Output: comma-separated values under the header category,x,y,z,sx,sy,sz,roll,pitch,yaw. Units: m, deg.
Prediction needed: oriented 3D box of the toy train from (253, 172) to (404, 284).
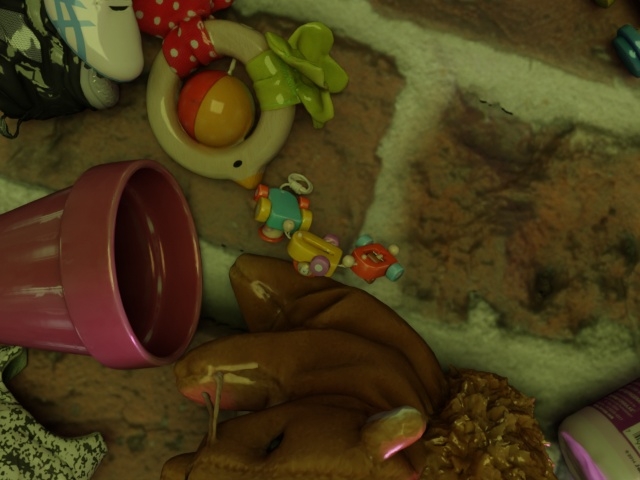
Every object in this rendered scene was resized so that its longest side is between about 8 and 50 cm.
category,x,y,z,sx,sy,sz,roll,pitch,yaw
toy train,0.000,0.000,0.776,0.166,0.125,0.046,42,122,22

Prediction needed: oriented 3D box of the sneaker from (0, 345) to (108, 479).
category,x,y,z,sx,sy,sz,roll,pitch,yaw
sneaker,-0.394,0.161,0.769,0.410,0.158,0.182,39,57,0

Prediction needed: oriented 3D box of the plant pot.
category,x,y,z,sx,sy,sz,roll,pitch,yaw
plant pot,-0.236,0.031,0.734,0.180,0.201,0.201,-8,90,13

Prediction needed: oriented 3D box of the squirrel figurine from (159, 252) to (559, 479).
category,x,y,z,sx,sy,sz,roll,pitch,yaw
squirrel figurine,0.056,0.190,0.649,0.396,0.370,0.281,16,89,-3

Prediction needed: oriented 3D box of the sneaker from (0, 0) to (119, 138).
category,x,y,z,sx,sy,sz,roll,pitch,yaw
sneaker,-0.324,-0.239,0.764,0.153,0.101,0.269,-24,92,-4

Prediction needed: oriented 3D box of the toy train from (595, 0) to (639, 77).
category,x,y,z,sx,sy,sz,roll,pitch,yaw
toy train,0.347,-0.312,0.808,0.143,0.105,0.248,-32,92,11

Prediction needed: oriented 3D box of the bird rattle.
category,x,y,z,sx,sy,sz,roll,pitch,yaw
bird rattle,-0.105,-0.167,0.769,0.253,0.143,0.207,24,105,0

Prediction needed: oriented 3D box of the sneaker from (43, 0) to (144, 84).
category,x,y,z,sx,sy,sz,roll,pitch,yaw
sneaker,-0.216,-0.266,0.701,0.085,0.086,0.237,-20,94,-47

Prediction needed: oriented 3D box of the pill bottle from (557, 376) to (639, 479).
category,x,y,z,sx,sy,sz,roll,pitch,yaw
pill bottle,0.418,0.195,0.770,0.301,0.169,0.169,-27,91,-2
